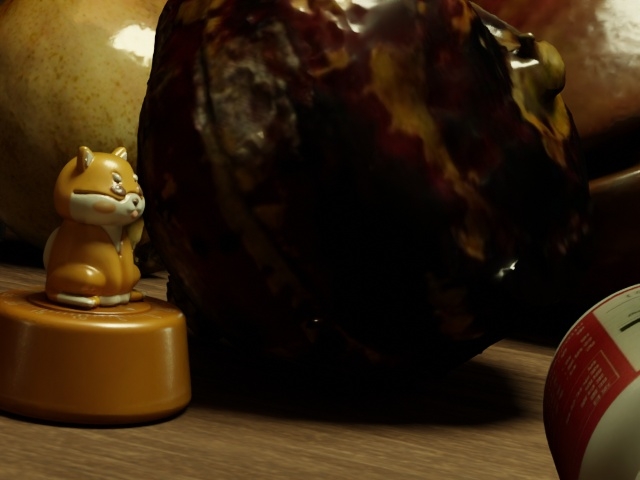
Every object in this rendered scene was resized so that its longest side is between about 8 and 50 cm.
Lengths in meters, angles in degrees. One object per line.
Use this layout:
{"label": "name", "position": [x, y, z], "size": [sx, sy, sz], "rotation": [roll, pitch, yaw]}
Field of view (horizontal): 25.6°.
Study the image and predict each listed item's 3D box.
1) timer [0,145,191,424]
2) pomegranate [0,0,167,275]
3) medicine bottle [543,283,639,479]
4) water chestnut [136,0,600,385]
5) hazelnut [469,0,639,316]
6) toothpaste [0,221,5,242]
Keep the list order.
{"label": "timer", "position": [-0.136, 0.020, 0.837], "size": [0.132, 0.152, 0.132], "rotation": [6, 7, -1]}
{"label": "pomegranate", "position": [-0.201, -0.109, 1.357], "size": [0.319, 0.319, 0.319], "rotation": [6, 7, -1]}
{"label": "medicine bottle", "position": [0.168, 0.094, 0.601], "size": [0.131, 0.131, 0.250], "rotation": [7, 7, 3]}
{"label": "water chestnut", "position": [0.001, -0.038, 0.985], "size": [0.347, 0.335, 0.335], "rotation": [-26, -14, 36]}
{"label": "hazelnut", "position": [0.250, -0.096, 1.310], "size": [0.402, 0.402, 0.429], "rotation": [1, 2, -37]}
{"label": "toothpaste", "position": [-0.408, -0.021, 1.375], "size": [0.196, 0.040, 0.047], "rotation": [1, 7, -29]}
